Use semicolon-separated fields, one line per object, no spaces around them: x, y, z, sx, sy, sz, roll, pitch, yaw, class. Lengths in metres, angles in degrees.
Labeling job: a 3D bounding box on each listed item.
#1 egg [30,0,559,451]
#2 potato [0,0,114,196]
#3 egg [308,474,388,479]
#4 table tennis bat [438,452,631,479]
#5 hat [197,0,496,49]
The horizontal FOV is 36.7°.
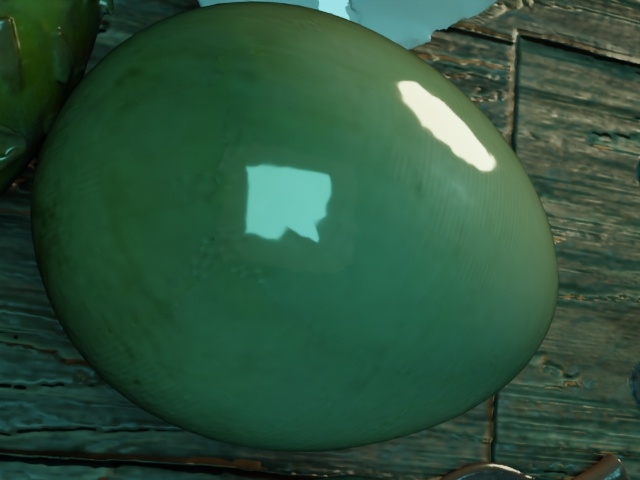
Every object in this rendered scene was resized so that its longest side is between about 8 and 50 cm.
0.000;0.000;0.502;0.295;0.218;0.219;15;77;-30;egg
-0.234;-0.070;0.469;0.176;0.141;0.298;40;71;0;potato
0.021;0.216;0.495;0.217;0.183;0.183;10;79;-23;egg
0.144;0.180;0.576;0.169;0.119;0.108;-25;91;-19;table tennis bat
0.015;-0.207;0.574;0.203;0.203;0.126;-3;68;-20;hat
